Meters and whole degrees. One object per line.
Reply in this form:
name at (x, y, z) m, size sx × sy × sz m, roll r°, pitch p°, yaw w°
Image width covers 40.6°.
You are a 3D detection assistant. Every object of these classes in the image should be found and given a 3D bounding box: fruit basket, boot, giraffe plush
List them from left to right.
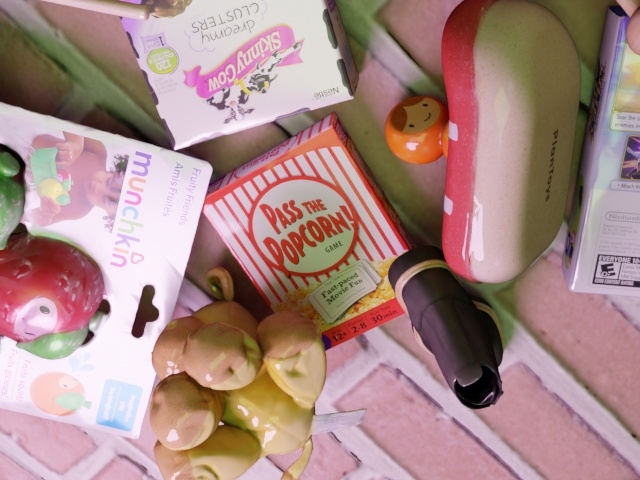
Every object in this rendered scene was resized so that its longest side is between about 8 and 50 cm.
fruit basket at (-0.308, 0.030, 0.787) m, size 0.353 × 0.165 × 0.327 m, roll 18°, pitch 115°, yaw -4°
giraffe plush at (-0.082, 0.115, 0.795) m, size 0.210 × 0.170 × 0.181 m, roll 18°, pitch 107°, yaw -44°
boot at (0.131, 0.108, 0.760) m, size 0.077 × 0.137 × 0.198 m, roll -35°, pitch 137°, yaw 13°

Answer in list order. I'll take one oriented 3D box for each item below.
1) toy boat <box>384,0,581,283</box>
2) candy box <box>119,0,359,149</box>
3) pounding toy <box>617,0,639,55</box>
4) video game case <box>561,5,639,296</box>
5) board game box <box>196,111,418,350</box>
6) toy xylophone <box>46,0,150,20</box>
toy boat at (0.122, -0.087, 0.719) m, size 0.151 × 0.151 × 0.231 m, roll 16°, pitch 120°, yaw 31°
candy box at (-0.074, -0.193, 0.710) m, size 0.165 × 0.070 × 0.196 m, roll -15°, pitch 112°, yaw 12°
pounding toy at (0.234, -0.263, 0.572) m, size 0.155 × 0.154 × 0.269 m, roll 1°, pitch 97°, yaw 5°
video game case at (0.360, -0.065, 0.730) m, size 0.270 × 0.061 × 0.244 m, roll 5°, pitch 116°, yaw 4°
board game box at (0.000, 0.000, 0.806) m, size 0.147 × 0.045 × 0.193 m, roll -28°, pitch 109°, yaw 17°
toy xylophone at (-0.197, -0.289, 0.620) m, size 0.323 × 0.081 × 0.236 m, roll 7°, pitch 93°, yaw 12°
